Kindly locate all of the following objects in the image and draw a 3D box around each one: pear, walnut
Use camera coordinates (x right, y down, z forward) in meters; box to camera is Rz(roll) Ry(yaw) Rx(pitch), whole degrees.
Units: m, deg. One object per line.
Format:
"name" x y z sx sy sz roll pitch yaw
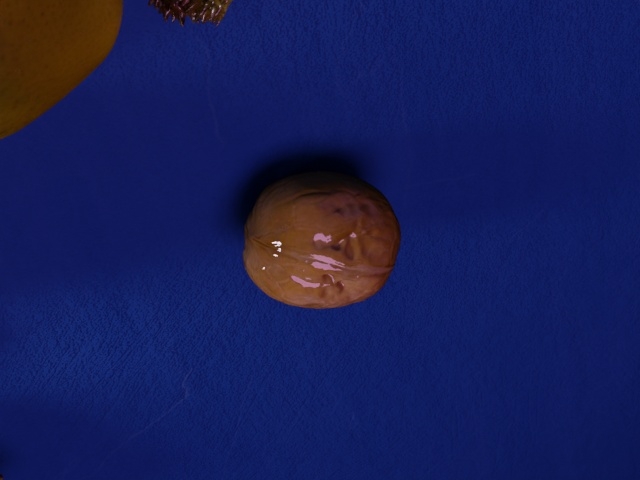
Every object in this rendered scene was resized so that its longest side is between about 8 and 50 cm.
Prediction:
"pear" -0.378 -0.201 1.338 0.386 0.191 0.340 -11 143 -21
"walnut" 0.000 0.000 1.850 0.225 0.193 0.193 -3 137 -27

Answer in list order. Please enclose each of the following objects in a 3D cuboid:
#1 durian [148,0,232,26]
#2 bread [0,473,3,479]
"durian" -0.106 -0.323 1.456 0.139 0.144 0.252 -24 145 -46
"bread" -0.589 0.370 1.926 0.195 0.149 0.344 -26 146 15
